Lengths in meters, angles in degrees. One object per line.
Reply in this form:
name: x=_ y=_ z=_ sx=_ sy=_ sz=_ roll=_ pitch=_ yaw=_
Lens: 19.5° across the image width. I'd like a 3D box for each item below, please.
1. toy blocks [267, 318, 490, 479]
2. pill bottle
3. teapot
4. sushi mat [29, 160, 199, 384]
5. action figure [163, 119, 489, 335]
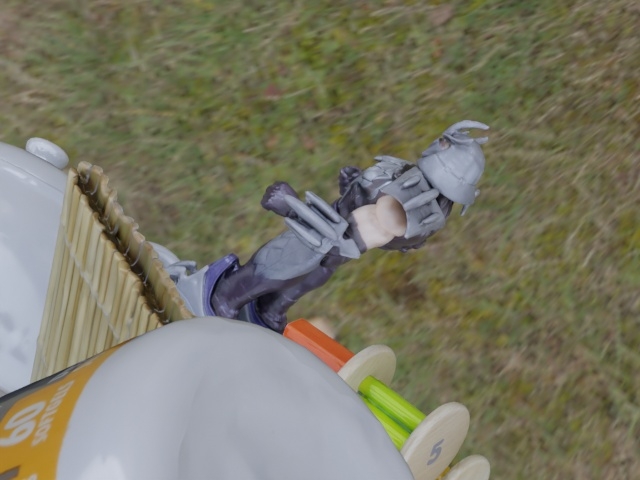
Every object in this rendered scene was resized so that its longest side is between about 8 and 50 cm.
toy blocks: x=0.011 y=0.081 z=0.963 sx=0.148 sy=0.123 sz=0.054 roll=35 pitch=75 yaw=29
pill bottle: x=-0.108 y=0.142 z=0.554 sx=0.278 sy=0.162 sz=0.162 roll=-25 pitch=93 yaw=28
teapot: x=-0.235 y=0.014 z=1.356 sx=0.253 sy=0.256 sz=0.187 roll=25 pitch=75 yaw=11
sushi mat: x=-0.097 y=0.135 z=0.754 sx=0.151 sy=0.019 sz=0.316 roll=53 pitch=138 yaw=40
action figure: x=0.000 y=0.000 z=1.264 sx=0.285 sy=0.185 sz=0.099 roll=-34 pitch=76 yaw=23
